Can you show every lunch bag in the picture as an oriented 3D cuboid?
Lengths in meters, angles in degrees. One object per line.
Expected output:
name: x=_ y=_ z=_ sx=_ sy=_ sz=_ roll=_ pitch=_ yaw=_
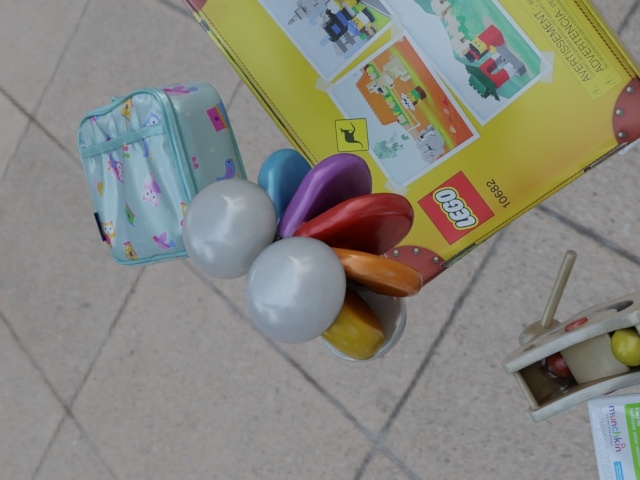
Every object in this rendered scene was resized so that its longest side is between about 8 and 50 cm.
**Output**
lunch bag: x=-0.211 y=-0.086 z=1.147 sx=0.279 sy=0.108 sz=0.223 roll=-7 pitch=102 yaw=52

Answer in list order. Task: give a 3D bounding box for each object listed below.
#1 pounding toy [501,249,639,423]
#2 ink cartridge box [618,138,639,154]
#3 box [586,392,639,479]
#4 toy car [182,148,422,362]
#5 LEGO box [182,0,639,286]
pounding toy: x=0.283 y=0.103 z=1.023 sx=0.154 sy=0.154 sz=0.269 roll=61 pitch=154 yaw=4
ink cartridge box: x=0.473 y=-0.242 z=1.513 sx=0.198 sy=0.067 sz=0.115 roll=51 pitch=132 yaw=9
box: x=0.411 y=0.273 z=0.883 sx=0.231 sy=0.127 sz=0.261 roll=-16 pitch=73 yaw=33
toy car: x=0.000 y=0.000 z=0.677 sx=0.182 sy=0.159 sz=0.136 roll=41 pitch=98 yaw=31
LEGO box: x=0.120 y=-0.248 z=1.101 sx=0.373 sy=0.193 sz=0.500 roll=-36 pitch=93 yaw=23
